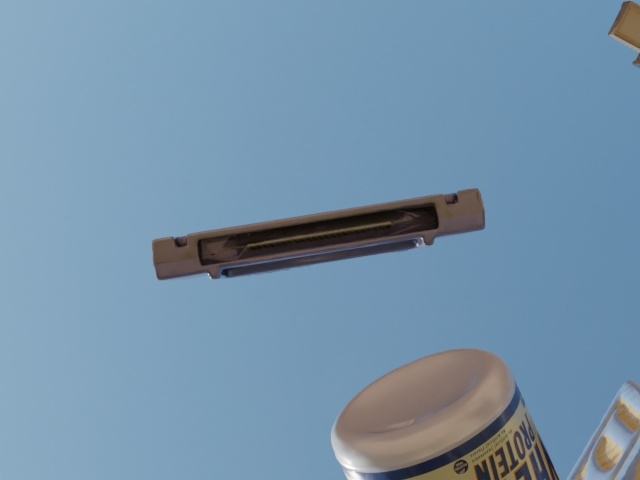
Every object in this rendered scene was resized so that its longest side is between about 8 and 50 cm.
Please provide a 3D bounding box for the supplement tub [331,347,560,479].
[{"bbox_3d":[0.178,0.322,1.507,0.235,0.325,0.235,-24,-166,6],"label":"supplement tub"}]

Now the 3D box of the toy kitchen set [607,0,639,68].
[{"bbox_3d":[0.294,-0.196,1.101,0.075,0.068,0.083,25,-176,-11],"label":"toy kitchen set"}]

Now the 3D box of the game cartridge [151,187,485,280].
[{"bbox_3d":[0.000,0.000,1.402,0.355,0.068,0.230,-9,174,1],"label":"game cartridge"}]

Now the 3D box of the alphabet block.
[{"bbox_3d":[0.481,0.336,1.697,0.197,0.193,0.192,29,-173,-4],"label":"alphabet block"}]
